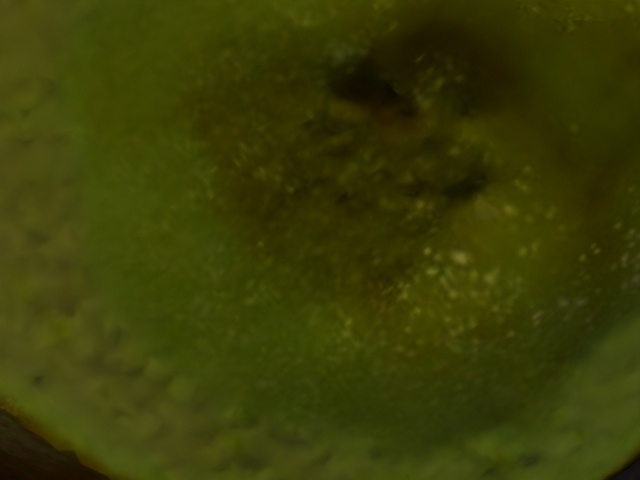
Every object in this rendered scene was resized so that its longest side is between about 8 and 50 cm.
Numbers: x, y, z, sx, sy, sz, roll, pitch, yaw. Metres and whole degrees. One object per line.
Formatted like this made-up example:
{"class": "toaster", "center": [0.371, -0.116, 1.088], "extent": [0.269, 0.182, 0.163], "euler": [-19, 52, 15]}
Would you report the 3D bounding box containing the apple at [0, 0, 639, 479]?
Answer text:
{"class": "apple", "center": [-0.032, -0.079, 0.446], "extent": [0.384, 0.374, 0.374], "euler": [0, 59, 32]}
